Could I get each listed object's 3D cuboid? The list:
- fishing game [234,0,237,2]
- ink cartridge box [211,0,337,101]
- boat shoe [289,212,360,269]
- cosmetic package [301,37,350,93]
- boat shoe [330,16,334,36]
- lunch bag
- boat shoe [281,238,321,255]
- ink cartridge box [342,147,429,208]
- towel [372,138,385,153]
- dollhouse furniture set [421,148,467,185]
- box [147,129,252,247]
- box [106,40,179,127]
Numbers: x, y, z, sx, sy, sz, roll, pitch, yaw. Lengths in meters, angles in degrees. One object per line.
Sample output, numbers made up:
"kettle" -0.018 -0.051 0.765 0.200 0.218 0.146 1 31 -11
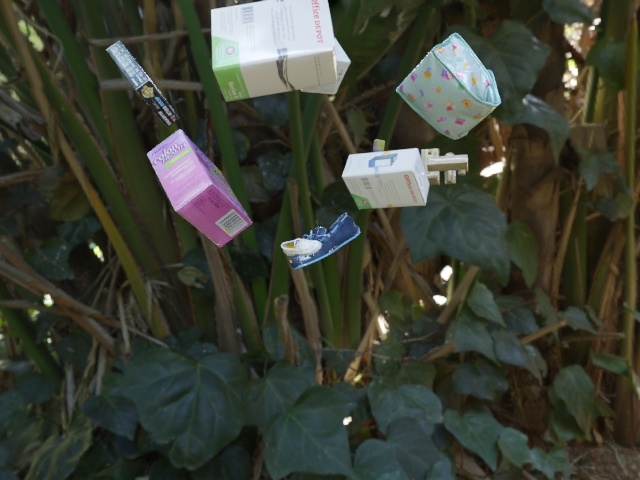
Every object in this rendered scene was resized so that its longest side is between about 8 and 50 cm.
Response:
"fishing game" -0.199 -0.905 1.751 0.041 0.264 0.189 33 -25 -34
"ink cartridge box" -0.106 -0.453 1.226 0.273 0.198 0.114 -8 -27 3
"boat shoe" 0.000 0.000 1.541 0.258 0.089 0.109 -33 9 -40
"cosmetic package" -0.013 -0.659 1.939 0.152 0.183 0.151 -5 -35 -31
"boat shoe" -0.044 -0.661 1.685 0.158 0.127 0.340 -8 40 11
"lunch bag" 0.407 -0.460 1.628 0.160 0.262 0.223 -43 1 -30
"boat shoe" -0.046 0.012 1.201 0.100 0.035 0.035 -5 51 34
"ink cartridge box" 0.193 -0.175 1.525 0.213 0.154 0.093 0 53 29
"towel" 0.225 -0.347 2.024 0.009 0.083 0.060 -3 14 -36
"dollhouse furniture set" 0.371 -0.255 1.591 0.144 0.123 0.151 -2 -18 15
"box" -0.324 -0.139 1.422 0.117 0.213 0.243 -37 55 2
"box" -0.519 -0.457 1.544 0.051 0.220 0.175 -38 -28 -4
